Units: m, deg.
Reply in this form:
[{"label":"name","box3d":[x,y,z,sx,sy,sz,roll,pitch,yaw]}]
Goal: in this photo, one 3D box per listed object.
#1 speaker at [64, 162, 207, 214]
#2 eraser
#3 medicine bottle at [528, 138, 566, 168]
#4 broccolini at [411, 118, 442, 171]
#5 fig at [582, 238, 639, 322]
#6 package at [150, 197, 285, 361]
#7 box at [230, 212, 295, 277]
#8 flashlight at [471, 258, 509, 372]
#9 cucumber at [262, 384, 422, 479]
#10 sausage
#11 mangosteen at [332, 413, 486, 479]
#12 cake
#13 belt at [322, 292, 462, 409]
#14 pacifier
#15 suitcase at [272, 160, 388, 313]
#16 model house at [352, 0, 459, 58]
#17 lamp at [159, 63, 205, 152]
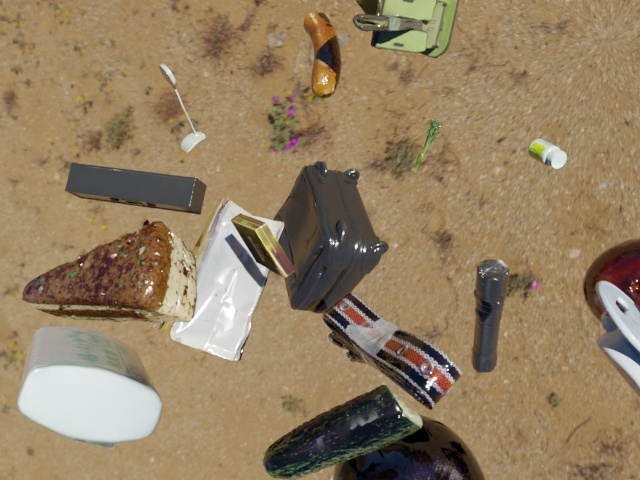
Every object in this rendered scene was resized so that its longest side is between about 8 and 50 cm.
[{"label":"speaker","box3d":[-0.256,-0.071,0.835,0.191,0.040,0.046,8,81,13]},{"label":"eraser","box3d":[-0.365,0.217,0.949,0.189,0.290,0.104,17,87,-24]},{"label":"medicine bottle","box3d":[0.511,-0.195,1.359,0.047,0.083,0.047,-9,120,-16]},{"label":"broccolini","box3d":[0.258,-0.236,1.497,0.035,0.030,0.140,46,117,48]},{"label":"fig","box3d":[0.749,0.113,1.419,0.235,0.214,0.235,-21,63,47]},{"label":"package","box3d":[-0.231,0.075,1.273,0.221,0.165,0.311,-3,64,56]},{"label":"box","box3d":[-0.093,0.006,0.944,0.090,0.023,0.133,58,164,-20]},{"label":"flashlight","box3d":[0.517,0.245,1.874,0.103,0.103,0.424,12,129,22]},{"label":"cucumber","box3d":[0.017,0.264,0.813,0.241,0.074,0.074,-30,92,20]},{"label":"sausage","box3d":[0.008,-0.536,1.706,0.103,0.076,0.302,-33,53,38]},{"label":"mangosteen","box3d":[0.148,0.441,1.071,0.275,0.275,0.302,46,162,6]},{"label":"cake","box3d":[-0.297,0.087,0.848,0.246,0.112,0.135,-26,52,5]},{"label":"belt","box3d":[0.121,0.202,1.136,0.126,0.094,0.359,60,162,-22]},{"label":"pacifier","box3d":[0.599,0.158,0.986,0.233,0.244,0.299,-44,74,31]},{"label":"suitcase","box3d":[0.000,0.000,1.655,0.339,0.188,0.345,-57,37,37]},{"label":"model house","box3d":[0.129,-0.507,1.297,0.218,0.279,0.204,35,129,39]},{"label":"lamp","box3d":[-0.298,-0.273,1.250,0.050,0.056,0.198,41,161,39]}]
